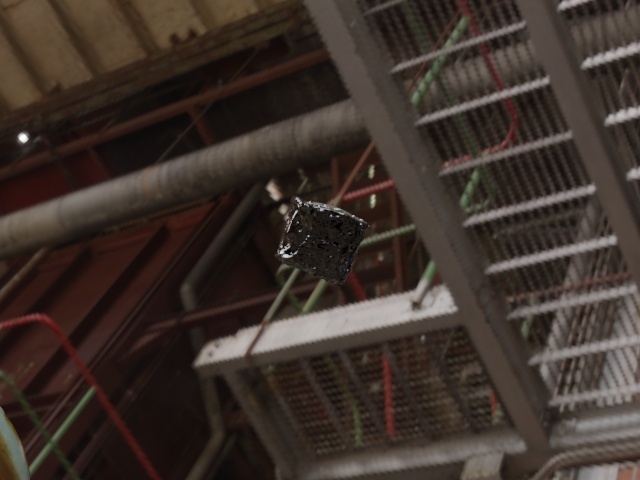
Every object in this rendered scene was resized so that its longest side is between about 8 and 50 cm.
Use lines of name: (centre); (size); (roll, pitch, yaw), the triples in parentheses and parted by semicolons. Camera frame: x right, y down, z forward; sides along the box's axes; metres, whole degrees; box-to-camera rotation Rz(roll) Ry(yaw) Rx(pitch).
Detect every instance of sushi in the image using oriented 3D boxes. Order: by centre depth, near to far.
sushi: (0.000, 0.000, 1.296); (0.094, 0.098, 0.084); (19, -90, -12)

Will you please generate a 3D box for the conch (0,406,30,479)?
conch: (-0.297, 0.173, 0.674); (0.249, 0.368, 0.197); (3, -38, -23)
